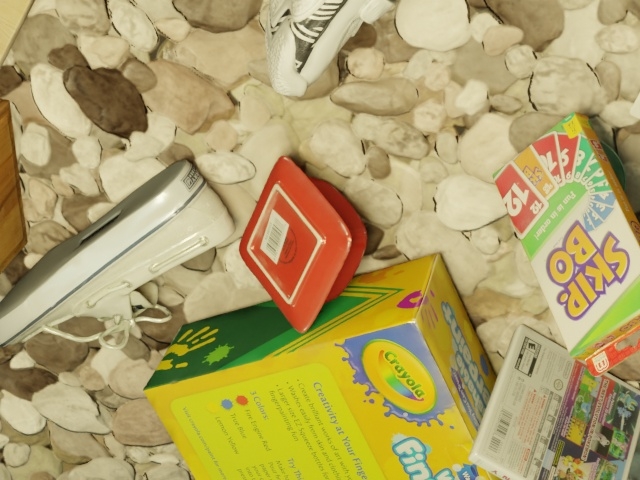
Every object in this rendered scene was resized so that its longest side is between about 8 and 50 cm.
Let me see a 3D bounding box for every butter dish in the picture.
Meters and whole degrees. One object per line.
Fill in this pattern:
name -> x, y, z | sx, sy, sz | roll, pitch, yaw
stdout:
butter dish -> 0.000, 0.000, 1.589 | 0.160, 0.118, 0.160 | 50, 131, 33

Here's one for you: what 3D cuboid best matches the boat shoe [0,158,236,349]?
boat shoe -> -0.250, 0.056, 1.686 | 0.367, 0.136, 0.156 | -35, 109, 19

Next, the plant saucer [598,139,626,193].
plant saucer -> 0.283, -0.070, 1.521 | 0.119, 0.021, 0.119 | 7, 121, 11

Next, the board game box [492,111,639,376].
board game box -> 0.277, 0.004, 1.427 | 0.124, 0.039, 0.259 | -39, 59, 32

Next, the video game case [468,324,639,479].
video game case -> 0.282, 0.218, 1.586 | 0.183, 0.201, 0.023 | 29, 141, -3

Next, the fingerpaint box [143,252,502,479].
fingerpaint box -> 0.054, 0.276, 1.700 | 0.371, 0.163, 0.445 | -17, 114, 24

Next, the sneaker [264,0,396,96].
sneaker -> 0.084, -0.280, 1.350 | 0.210, 0.137, 0.366 | 12, 128, -19

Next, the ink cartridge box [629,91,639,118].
ink cartridge box -> 0.435, -0.126, 1.421 | 0.198, 0.067, 0.115 | 23, 123, 2

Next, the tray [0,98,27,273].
tray -> -0.454, 0.012, 1.537 | 0.076, 0.411, 0.203 | 6, 121, 11

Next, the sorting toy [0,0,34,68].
sorting toy -> -0.413, -0.352, 1.506 | 0.257, 0.089, 0.255 | 34, 122, -5
